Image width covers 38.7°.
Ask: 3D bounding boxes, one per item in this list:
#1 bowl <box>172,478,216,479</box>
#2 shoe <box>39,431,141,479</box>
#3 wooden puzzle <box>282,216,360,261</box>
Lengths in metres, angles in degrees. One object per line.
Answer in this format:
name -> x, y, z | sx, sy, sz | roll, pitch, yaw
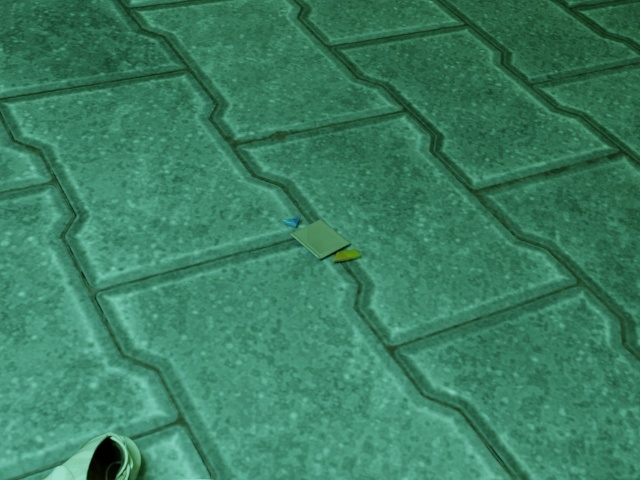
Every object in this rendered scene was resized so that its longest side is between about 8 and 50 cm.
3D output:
bowl -> -0.120, 0.381, 0.836 | 0.298, 0.134, 0.297 | 6, 40, -5
shoe -> -0.226, 0.245, 0.949 | 0.076, 0.058, 0.219 | 60, 9, 2
wooden puzzle -> 0.000, 0.000, 1.394 | 0.079, 0.014, 0.116 | -17, 48, -34
